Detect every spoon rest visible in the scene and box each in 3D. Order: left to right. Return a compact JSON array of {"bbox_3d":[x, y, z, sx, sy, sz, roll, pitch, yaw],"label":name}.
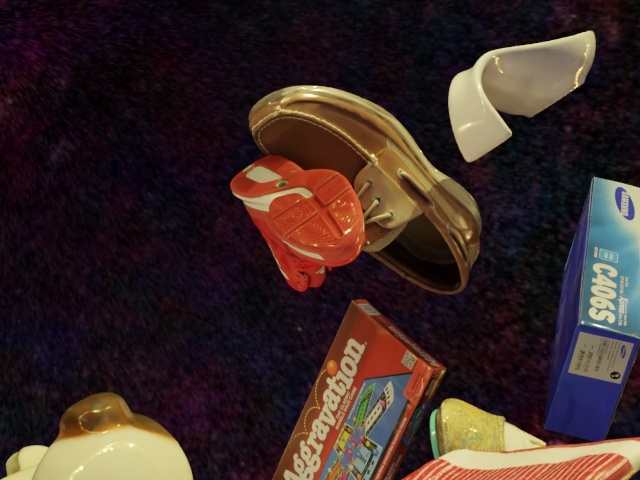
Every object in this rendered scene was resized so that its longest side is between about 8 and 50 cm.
[{"bbox_3d":[0.206,-0.166,1.102,0.084,0.137,0.276,56,36,-2],"label":"spoon rest"}]

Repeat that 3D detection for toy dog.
[{"bbox_3d":[-0.338,0.349,1.237,0.408,0.284,0.395,-32,151,4],"label":"toy dog"}]

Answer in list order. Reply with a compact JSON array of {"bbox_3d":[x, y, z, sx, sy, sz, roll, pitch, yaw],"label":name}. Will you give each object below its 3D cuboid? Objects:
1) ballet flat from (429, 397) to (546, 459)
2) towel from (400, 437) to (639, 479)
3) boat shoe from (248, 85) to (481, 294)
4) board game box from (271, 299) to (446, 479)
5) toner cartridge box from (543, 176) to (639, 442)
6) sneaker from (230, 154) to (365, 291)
[{"bbox_3d":[0.206,0.269,1.146,0.123,0.123,0.348,-35,139,-9],"label":"ballet flat"},{"bbox_3d":[0.073,0.228,0.805,0.329,0.237,0.037,-21,89,-35],"label":"towel"},{"bbox_3d":[0.060,-0.047,1.116,0.324,0.116,0.123,31,133,-29],"label":"boat shoe"},{"bbox_3d":[0.035,0.225,1.217,0.027,0.145,0.281,4,116,-44],"label":"board game box"},{"bbox_3d":[0.349,0.076,1.324,0.075,0.348,0.165,15,125,8],"label":"toner cartridge box"},{"bbox_3d":[0.000,0.000,1.016,0.087,0.221,0.128,-34,121,-7],"label":"sneaker"}]
